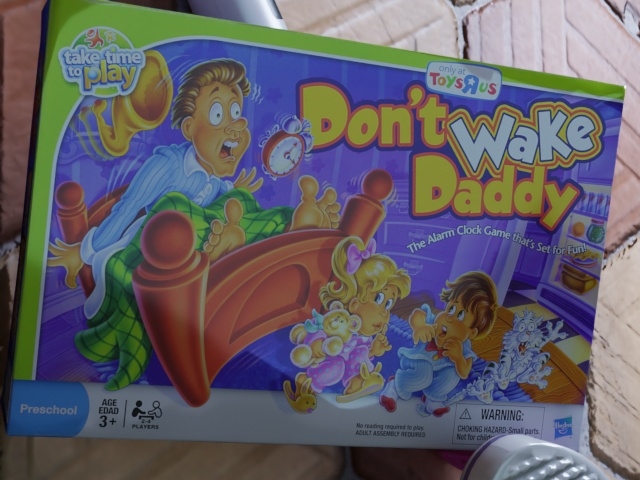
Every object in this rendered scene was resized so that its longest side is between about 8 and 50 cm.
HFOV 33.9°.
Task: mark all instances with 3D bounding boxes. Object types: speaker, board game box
[{"bbox_3d":[-0.072,-0.187,0.694,0.055,0.055,0.136,-31,102,-34],"label":"speaker"},{"bbox_3d":[0.000,0.000,0.629,0.347,0.078,0.233,5,93,-18],"label":"board game box"}]

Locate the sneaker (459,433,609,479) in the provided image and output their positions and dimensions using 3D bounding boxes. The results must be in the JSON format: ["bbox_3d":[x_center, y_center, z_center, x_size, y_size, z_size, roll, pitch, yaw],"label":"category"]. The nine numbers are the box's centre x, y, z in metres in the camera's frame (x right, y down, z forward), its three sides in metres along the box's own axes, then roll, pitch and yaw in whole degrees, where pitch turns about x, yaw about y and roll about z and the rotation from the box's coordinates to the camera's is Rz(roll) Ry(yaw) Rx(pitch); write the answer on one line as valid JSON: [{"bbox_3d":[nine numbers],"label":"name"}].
[{"bbox_3d":[0.123,0.208,0.687,0.102,0.161,0.282,-50,128,-20],"label":"sneaker"}]

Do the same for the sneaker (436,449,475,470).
[{"bbox_3d":[0.118,0.040,0.784,0.111,0.103,0.252,-21,103,-39],"label":"sneaker"}]
